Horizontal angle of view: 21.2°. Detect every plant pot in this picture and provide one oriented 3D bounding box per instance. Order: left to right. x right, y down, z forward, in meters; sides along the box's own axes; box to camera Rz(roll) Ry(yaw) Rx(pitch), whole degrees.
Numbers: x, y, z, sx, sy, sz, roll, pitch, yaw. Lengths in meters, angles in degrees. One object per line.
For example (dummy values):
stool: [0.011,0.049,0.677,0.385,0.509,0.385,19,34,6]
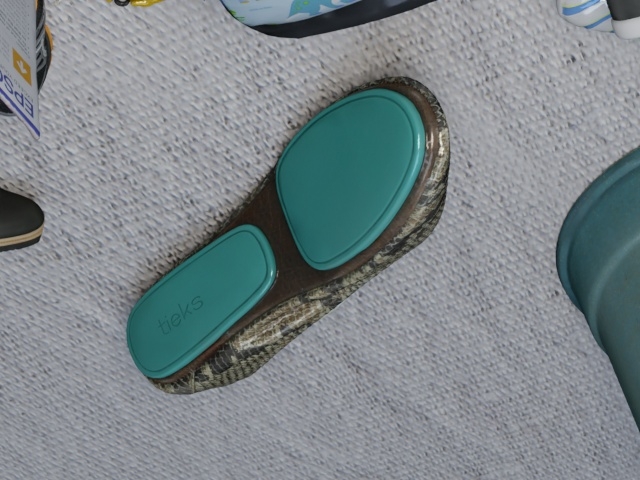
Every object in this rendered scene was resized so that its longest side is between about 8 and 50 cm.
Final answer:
plant pot: [0.435,0.112,1.696,0.341,0.334,0.341,-5,138,-4]

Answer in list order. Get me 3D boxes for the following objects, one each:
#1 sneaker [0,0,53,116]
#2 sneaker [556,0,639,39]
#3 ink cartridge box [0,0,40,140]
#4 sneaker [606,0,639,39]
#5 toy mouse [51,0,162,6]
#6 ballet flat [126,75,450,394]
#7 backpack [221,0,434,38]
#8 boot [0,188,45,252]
sneaker: [-0.270,-0.179,1.448,0.084,0.083,0.215,-3,139,-9]
sneaker: [0.333,-0.200,1.494,0.240,0.126,0.091,-7,137,-2]
ink cartridge box: [-0.309,-0.264,1.169,0.071,0.330,0.324,-23,135,15]
sneaker: [0.353,-0.292,1.403,0.296,0.104,0.147,-26,107,4]
toy mouse: [-0.142,-0.258,1.421,0.161,0.031,0.143,0,137,-10]
ballet flat: [0.000,0.000,1.659,0.182,0.164,0.483,2,147,-44]
backpack: [-0.013,-0.299,1.218,0.290,0.273,0.355,-16,137,13]
boot: [-0.340,-0.067,1.569,0.198,0.077,0.137,9,129,-20]
